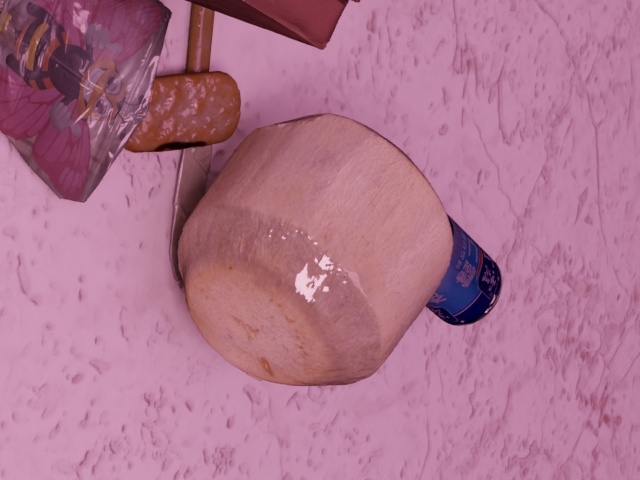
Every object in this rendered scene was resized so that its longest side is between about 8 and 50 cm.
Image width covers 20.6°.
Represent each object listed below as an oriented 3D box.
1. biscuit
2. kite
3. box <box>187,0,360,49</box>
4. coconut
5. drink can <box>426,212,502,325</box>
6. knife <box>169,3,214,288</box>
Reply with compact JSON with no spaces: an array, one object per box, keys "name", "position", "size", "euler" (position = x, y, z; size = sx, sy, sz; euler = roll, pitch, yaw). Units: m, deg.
[{"name":"biscuit","position":[-0.131,-0.120,1.639],"size":[0.147,0.018,0.071],"euler":[-10,104,-38]},{"name":"kite","position":[-0.259,-0.181,1.471],"size":[0.360,0.022,0.204],"euler":[38,71,-48]},{"name":"box","position":[-0.104,-0.259,1.512],"size":[0.215,0.215,0.086],"euler":[27,89,-53]},{"name":"coconut","position":[0.000,0.000,1.677],"size":[0.266,0.237,0.237],"euler":[-53,135,-31]},{"name":"drink can","position":[0.111,0.007,1.950],"size":[0.235,0.097,0.097],"euler":[42,63,-49]},{"name":"knife","position":[-0.118,-0.101,1.683],"size":[0.047,0.017,0.298],"euler":[1,96,-59]}]
